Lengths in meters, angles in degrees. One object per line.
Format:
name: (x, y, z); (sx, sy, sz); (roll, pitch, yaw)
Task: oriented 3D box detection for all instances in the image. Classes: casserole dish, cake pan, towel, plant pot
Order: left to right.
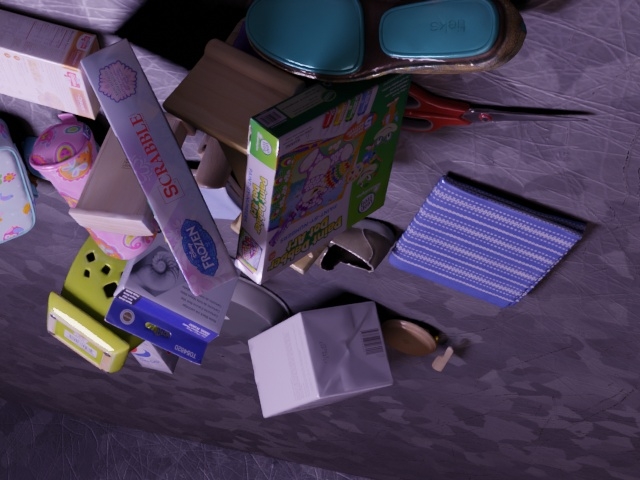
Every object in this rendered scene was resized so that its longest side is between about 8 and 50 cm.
casserole dish: (-0.463, -0.132, 1.984); (0.188, 0.037, 0.114); (17, 157, 1)
plant pot: (-0.448, 0.139, 2.287); (0.228, 0.207, 0.227); (35, 154, -1)
cake pan: (-0.214, 0.143, 2.385); (0.293, 0.054, 0.293); (15, 156, 7)
towel: (0.262, 0.007, 1.785); (0.243, 0.040, 0.336); (20, 154, -3)

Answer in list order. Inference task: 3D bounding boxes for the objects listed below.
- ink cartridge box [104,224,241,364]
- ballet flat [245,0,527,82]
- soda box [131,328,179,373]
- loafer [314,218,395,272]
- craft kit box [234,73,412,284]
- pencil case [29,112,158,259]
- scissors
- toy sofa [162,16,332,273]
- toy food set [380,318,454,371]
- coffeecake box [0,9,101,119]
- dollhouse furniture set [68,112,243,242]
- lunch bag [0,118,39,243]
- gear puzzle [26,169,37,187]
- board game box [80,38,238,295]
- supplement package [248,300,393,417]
ink cartridge box: (-0.282, 0.099, 2.125); (0.223, 0.224, 0.045); (28, 154, -24)
ballet flat: (0.077, -0.245, 1.287); (0.349, 0.123, 0.123); (6, 154, 30)
soda box: (-0.420, 0.229, 2.661); (0.091, 0.098, 0.286); (12, 156, 14)
loafer: (0.000, 0.000, 1.880); (0.251, 0.087, 0.094); (8, 154, 21)
craft kit box: (0.003, -0.095, 1.393); (0.061, 0.250, 0.246); (39, 141, 24)
pencil case: (-0.389, -0.089, 1.889); (0.124, 0.124, 0.284); (5, 145, 28)
scissors: (0.207, -0.167, 1.467); (0.297, 0.021, 0.109); (11, 153, 12)
toy sofa: (-0.060, -0.124, 1.495); (0.150, 0.177, 0.362); (31, 162, 25)
toy food set: (0.184, 0.196, 2.253); (0.192, 0.038, 0.132); (25, 150, 2)
coffeecake box: (-0.422, -0.266, 1.625); (0.186, 0.068, 0.142); (16, 156, 4)
dollhouse furniture set: (-0.212, -0.044, 1.798); (0.286, 0.198, 0.303); (7, 154, 24)
lunch bag: (-0.631, -0.092, 1.958); (0.108, 0.224, 0.279); (56, 159, 26)
gear puzzle: (-0.704, -0.164, 2.072); (0.339, 0.044, 0.175); (24, 155, -14)
board game box: (-0.216, -0.109, 1.443); (0.319, 0.066, 0.318); (-137, 22, -77)
supplement package: (-0.006, 0.249, 2.250); (0.175, 0.177, 0.293); (-7, 168, -27)
